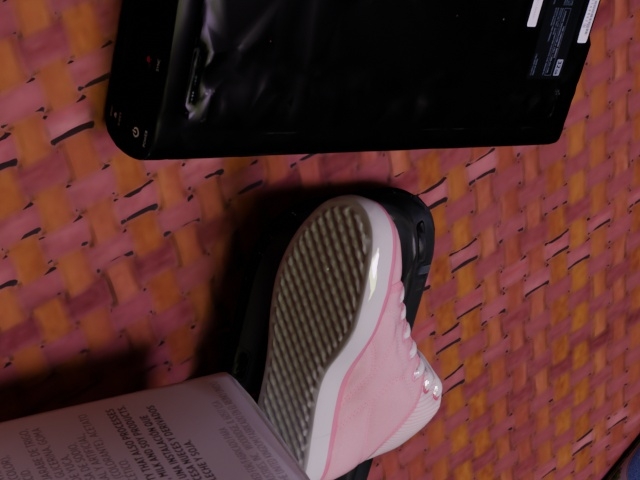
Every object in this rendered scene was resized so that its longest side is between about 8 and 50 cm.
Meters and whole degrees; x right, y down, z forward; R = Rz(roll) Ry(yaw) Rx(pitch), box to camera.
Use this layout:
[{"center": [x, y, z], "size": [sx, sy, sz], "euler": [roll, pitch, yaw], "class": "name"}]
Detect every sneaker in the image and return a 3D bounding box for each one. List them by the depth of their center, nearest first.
[{"center": [0.019, 0.038, 0.503], "size": [0.070, 0.051, 0.134], "euler": [-10, 126, -36], "class": "sneaker"}]

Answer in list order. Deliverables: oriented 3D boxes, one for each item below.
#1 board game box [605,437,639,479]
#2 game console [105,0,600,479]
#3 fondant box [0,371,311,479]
[{"center": [0.213, 0.206, 0.834], "size": [0.194, 0.060, 0.194], "euler": [-50, 138, -2], "class": "board game box"}, {"center": [0.000, 0.000, 0.529], "size": [0.213, 0.044, 0.361], "euler": [-4, 119, -37], "class": "game console"}, {"center": [-0.170, 0.198, 0.450], "size": [0.330, 0.096, 0.238], "euler": [-10, 123, -26], "class": "fondant box"}]
